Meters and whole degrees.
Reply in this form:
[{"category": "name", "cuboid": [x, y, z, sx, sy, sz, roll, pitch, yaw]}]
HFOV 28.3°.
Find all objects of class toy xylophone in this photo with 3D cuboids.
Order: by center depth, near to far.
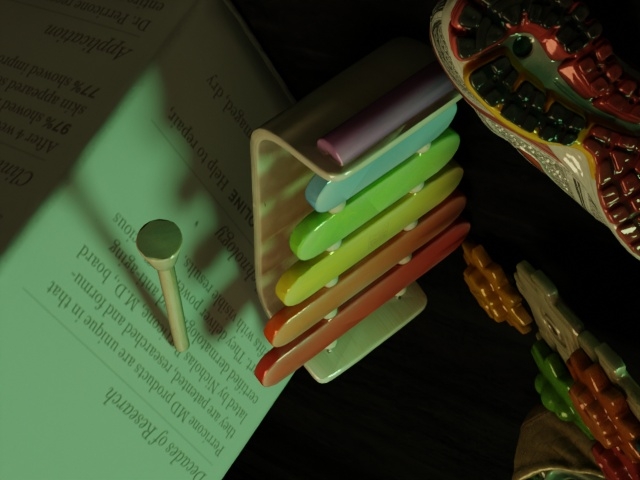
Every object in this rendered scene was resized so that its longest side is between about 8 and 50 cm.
[{"category": "toy xylophone", "cuboid": [0.000, 0.000, 0.868, 0.081, 0.236, 0.323, 47, 168, 21]}]

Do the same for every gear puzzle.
[{"category": "gear puzzle", "cuboid": [0.180, 0.108, 0.903, 0.339, 0.044, 0.175, 55, 176, 44]}]

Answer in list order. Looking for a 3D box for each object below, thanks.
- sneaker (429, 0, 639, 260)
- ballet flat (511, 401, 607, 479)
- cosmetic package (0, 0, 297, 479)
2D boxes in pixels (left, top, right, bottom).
[{"category": "sneaker", "cuboid": [0.149, -0.066, 0.685, 0.225, 0.088, 0.093, 41, -178, -21]}, {"category": "ballet flat", "cuboid": [0.307, 0.238, 1.098, 0.342, 0.124, 0.116, 19, 157, 39]}, {"category": "cosmetic package", "cuboid": [-0.228, 0.017, 1.025, 0.329, 0.394, 0.327, 21, 158, 38]}]
